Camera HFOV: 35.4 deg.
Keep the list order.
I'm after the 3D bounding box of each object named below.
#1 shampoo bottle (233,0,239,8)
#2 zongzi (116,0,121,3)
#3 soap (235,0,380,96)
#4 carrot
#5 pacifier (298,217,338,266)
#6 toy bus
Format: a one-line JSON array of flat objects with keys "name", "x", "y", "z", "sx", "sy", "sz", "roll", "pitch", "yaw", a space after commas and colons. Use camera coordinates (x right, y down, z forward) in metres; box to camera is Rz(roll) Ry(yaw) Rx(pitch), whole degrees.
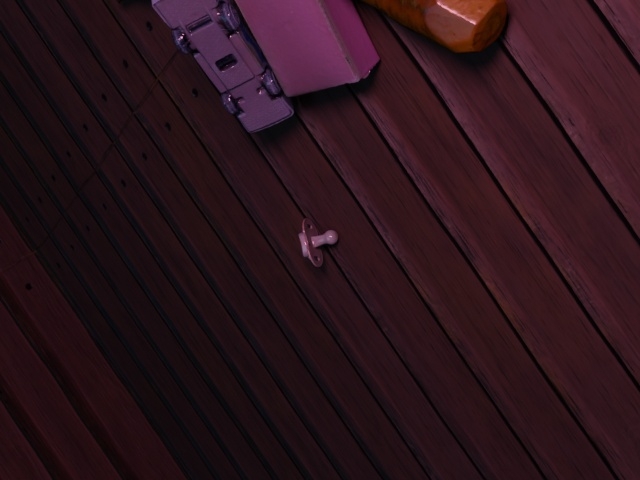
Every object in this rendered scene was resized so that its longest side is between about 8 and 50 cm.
[{"name": "shampoo bottle", "x": -0.173, "y": -0.500, "z": 1.698, "sx": 0.118, "sy": 0.076, "sz": 0.314, "roll": 46, "pitch": 153, "yaw": 38}, {"name": "zongzi", "x": -0.337, "y": -0.477, "z": 1.934, "sx": 0.189, "sy": 0.081, "sz": 0.178, "roll": 47, "pitch": 145, "yaw": 21}, {"name": "soap", "x": -0.034, "y": -0.369, "z": 1.619, "sx": 0.181, "sy": 0.081, "sz": 0.259, "roll": -6, "pitch": 122, "yaw": 46}, {"name": "carrot", "x": 0.128, "y": -0.366, "z": 1.439, "sx": 0.302, "sy": 0.114, "sz": 0.114, "roll": 35, "pitch": 141, "yaw": 30}, {"name": "pacifier", "x": 0.000, "y": 0.000, "z": 1.949, "sx": 0.078, "sy": 0.081, "sz": 0.099, "roll": -18, "pitch": 82, "yaw": 21}, {"name": "toy bus", "x": -0.160, "y": -0.333, "z": 1.697, "sx": 0.330, "sy": 0.109, "sz": 0.136, "roll": 53, "pitch": -161, "yaw": -46}]
